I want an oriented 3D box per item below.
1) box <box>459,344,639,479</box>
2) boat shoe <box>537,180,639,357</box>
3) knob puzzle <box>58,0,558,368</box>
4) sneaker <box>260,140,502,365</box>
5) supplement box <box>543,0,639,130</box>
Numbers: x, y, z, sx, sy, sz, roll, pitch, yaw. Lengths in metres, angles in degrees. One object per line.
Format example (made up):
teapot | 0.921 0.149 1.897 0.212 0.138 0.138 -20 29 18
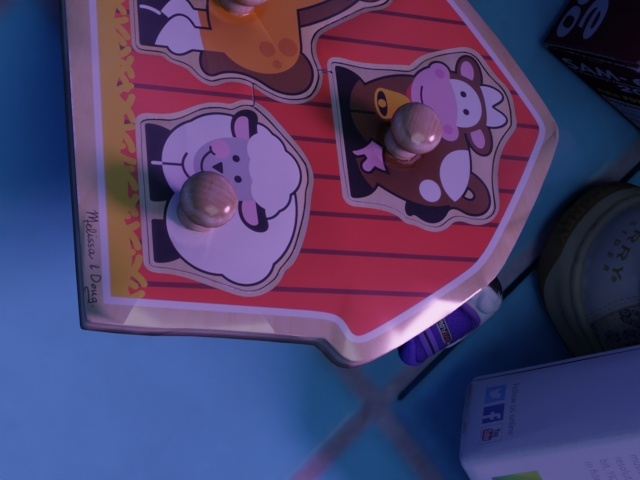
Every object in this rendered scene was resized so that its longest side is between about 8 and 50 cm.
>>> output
box | 0.252 0.123 0.568 0.322 0.058 0.232 -13 127 25
boat shoe | 0.208 0.092 0.640 0.104 0.089 0.285 -48 120 -7
knob puzzle | 0.007 -0.050 0.466 0.213 0.030 0.213 10 64 -21
sneaker | 0.000 0.000 0.522 0.170 0.068 0.071 37 106 -25
supplement box | 0.231 -0.076 0.612 0.239 0.073 0.130 34 88 -32
